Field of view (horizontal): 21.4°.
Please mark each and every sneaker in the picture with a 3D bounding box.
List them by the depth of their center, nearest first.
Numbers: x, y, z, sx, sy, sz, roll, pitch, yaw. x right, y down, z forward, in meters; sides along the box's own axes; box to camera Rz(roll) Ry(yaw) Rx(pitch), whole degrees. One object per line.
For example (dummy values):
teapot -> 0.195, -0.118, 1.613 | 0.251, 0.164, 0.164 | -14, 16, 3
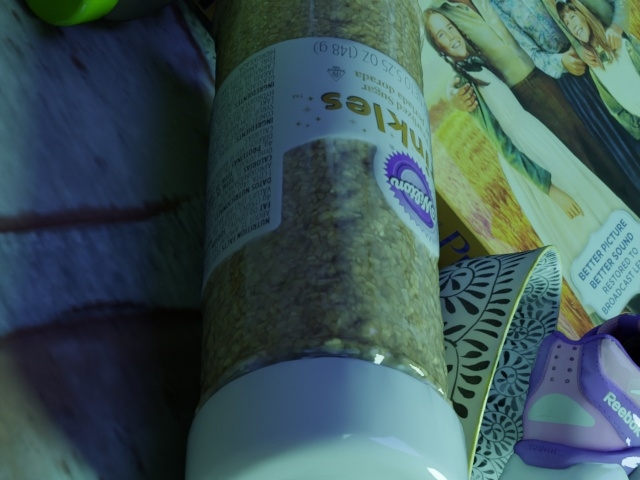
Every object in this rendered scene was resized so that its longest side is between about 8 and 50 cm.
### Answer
sneaker -> 0.183, 0.093, 0.929 | 0.236, 0.095, 0.104 | 7, 83, -52

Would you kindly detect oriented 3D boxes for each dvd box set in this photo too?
dvd box set -> 0.103, -0.135, 1.107 | 0.420, 0.062, 0.307 | 50, 48, -5

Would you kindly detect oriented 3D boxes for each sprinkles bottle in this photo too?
sprinkles bottle -> 0.000, 0.000, 0.823 | 0.121, 0.121, 0.355 | 40, 32, -33

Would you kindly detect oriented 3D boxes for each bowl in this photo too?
bowl -> 0.066, 0.075, 0.891 | 0.080, 0.170, 0.170 | 15, 17, 16

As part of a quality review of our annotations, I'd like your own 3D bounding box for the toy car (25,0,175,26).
toy car -> -0.105, -0.225, 0.892 | 0.188, 0.149, 0.155 | 59, 33, 4
